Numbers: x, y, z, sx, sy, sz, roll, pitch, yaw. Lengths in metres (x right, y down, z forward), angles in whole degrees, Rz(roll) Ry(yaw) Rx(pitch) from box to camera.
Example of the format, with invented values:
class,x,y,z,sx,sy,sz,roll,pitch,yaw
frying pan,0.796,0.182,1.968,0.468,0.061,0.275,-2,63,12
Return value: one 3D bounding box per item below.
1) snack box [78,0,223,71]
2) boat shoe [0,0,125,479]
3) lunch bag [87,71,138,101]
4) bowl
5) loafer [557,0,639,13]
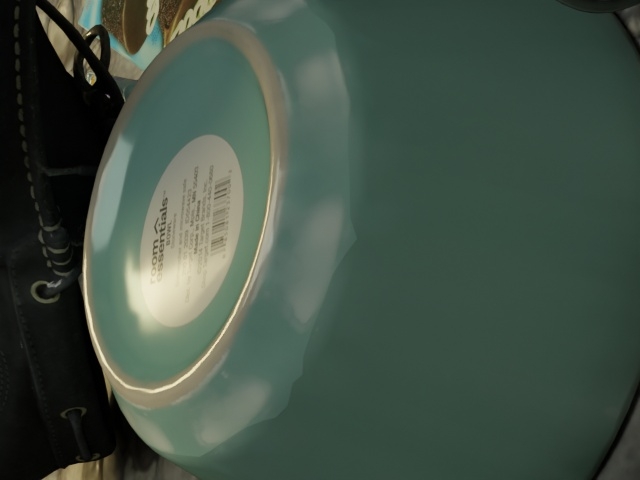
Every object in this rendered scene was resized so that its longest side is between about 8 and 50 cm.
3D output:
class,x,y,z,sx,sy,sz,roll,pitch,yaw
snack box,-0.037,-0.247,1.175,0.187,0.060,0.322,37,110,55
boat shoe,-0.167,-0.040,1.082,0.187,0.156,0.500,-104,16,-44
lunch bag,-0.099,-0.068,1.197,0.083,0.071,0.053,38,114,56
bowl,0.000,0.000,0.938,0.311,0.163,0.312,-27,57,50
loafer,0.174,-0.217,0.833,0.267,0.096,0.084,-56,18,19
